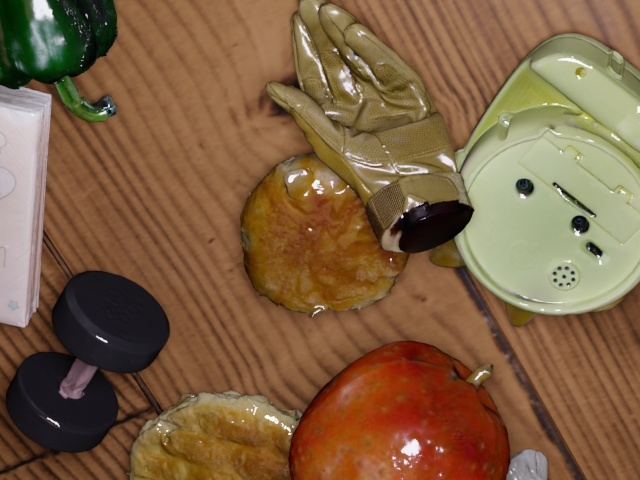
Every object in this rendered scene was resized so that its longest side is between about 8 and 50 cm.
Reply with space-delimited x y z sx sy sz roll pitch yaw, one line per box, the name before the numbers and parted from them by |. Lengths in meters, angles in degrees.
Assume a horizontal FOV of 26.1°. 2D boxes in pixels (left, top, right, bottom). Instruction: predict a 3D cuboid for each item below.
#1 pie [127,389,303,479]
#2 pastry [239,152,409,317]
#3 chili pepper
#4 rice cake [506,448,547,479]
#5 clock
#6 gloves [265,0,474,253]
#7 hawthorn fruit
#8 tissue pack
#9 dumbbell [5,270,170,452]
pie | -0.114 0.354 1.941 0.339 0.083 0.339 6 114 13
pastry | 0.000 0.000 1.730 0.229 0.100 0.218 -39 105 21
chili pepper | -0.328 -0.247 1.665 0.174 0.165 0.261 -17 112 8
rice cake | 0.196 0.359 1.874 0.256 0.057 0.052 -34 129 26
clock | 0.285 -0.042 1.628 0.286 0.117 0.348 37 118 -4
gloves | 0.056 -0.138 1.612 0.154 0.141 0.331 -38 68 25
hawthorn fruit | 0.111 0.261 1.740 0.275 0.275 0.299 43 102 -8
tissue pack | -0.450 -0.053 1.835 0.170 0.071 0.325 13 118 6
dumbbell | -0.315 0.164 1.859 0.152 0.152 0.218 33 119 -3
